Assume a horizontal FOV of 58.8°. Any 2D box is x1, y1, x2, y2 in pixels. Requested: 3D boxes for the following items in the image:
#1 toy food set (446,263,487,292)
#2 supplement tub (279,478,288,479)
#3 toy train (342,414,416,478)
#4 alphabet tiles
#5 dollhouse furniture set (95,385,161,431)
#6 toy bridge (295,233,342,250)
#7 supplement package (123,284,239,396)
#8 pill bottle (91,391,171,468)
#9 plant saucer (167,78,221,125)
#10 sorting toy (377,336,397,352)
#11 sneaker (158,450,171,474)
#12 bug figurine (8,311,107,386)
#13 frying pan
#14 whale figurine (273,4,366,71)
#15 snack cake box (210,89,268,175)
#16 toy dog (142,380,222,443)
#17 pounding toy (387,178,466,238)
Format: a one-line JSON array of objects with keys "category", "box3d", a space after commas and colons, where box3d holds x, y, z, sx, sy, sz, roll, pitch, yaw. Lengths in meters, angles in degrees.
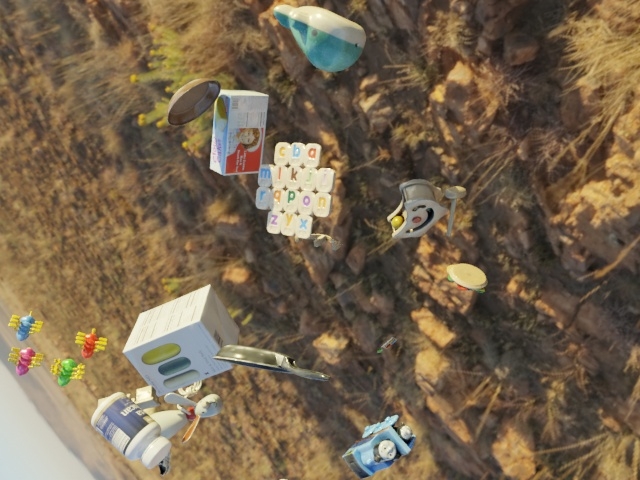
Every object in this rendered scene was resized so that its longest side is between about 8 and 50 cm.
[{"category": "toy food set", "box3d": [0.304, 0.077, 1.177, 0.083, 0.082, 0.020, 10, 124, -2]}, {"category": "supplement tub", "box3d": [-0.026, 0.646, 1.295, 0.199, 0.144, 0.144, 24, 152, -10]}, {"category": "toy train", "box3d": [0.124, 0.434, 1.187, 0.080, 0.105, 0.184, 48, 145, 6]}, {"category": "alphabet tiles", "box3d": [-0.079, -0.151, 1.702, 0.284, 0.021, 0.278, 9, 95, 36]}, {"category": "dollhouse furniture set", "box3d": [-0.503, 0.506, 1.582, 0.182, 0.161, 0.101, 71, -176, -48]}, {"category": "toy bridge", "box3d": [0.000, 0.000, 2.079, 0.188, 0.063, 0.026, 12, 119, 33]}, {"category": "supplement package", "box3d": [-0.419, 0.308, 1.751, 0.198, 0.262, 0.199, -92, -23, -62]}, {"category": "pill bottle", "box3d": [-0.416, 0.425, 1.263, 0.169, 0.094, 0.094, 34, 147, 15]}, {"category": "plant saucer", "box3d": [-0.391, -0.427, 1.725, 0.036, 0.198, 0.198, 51, 151, 7]}, {"category": "sorting toy", "box3d": [0.250, 0.395, 2.128, 0.012, 0.083, 0.062, 52, -171, 27]}, {"category": "sneaker", "box3d": [-0.452, 0.636, 1.640, 0.032, 0.037, 0.083, -8, 92, 17]}, {"category": "bug figurine", "box3d": [-0.801, 0.326, 1.700, 0.279, 0.216, 0.072, 21, 127, -18]}, {"category": "frying pan", "box3d": [-0.122, 0.261, 1.235, 0.197, 0.053, 0.326, 15, 163, -18]}, {"category": "whale figurine", "box3d": [-0.013, -0.538, 1.504, 0.272, 0.216, 0.141, 32, 111, 29]}, {"category": "snack cake box", "box3d": [-0.267, -0.355, 1.869, 0.089, 0.152, 0.264, 28, 118, 40]}, {"category": "toy dog", "box3d": [-0.521, 0.616, 1.960, 0.220, 0.334, 0.161, 44, 177, 21]}, {"category": "pounding toy", "box3d": [0.299, -0.076, 1.697, 0.269, 0.154, 0.155, -51, 41, 48]}]
